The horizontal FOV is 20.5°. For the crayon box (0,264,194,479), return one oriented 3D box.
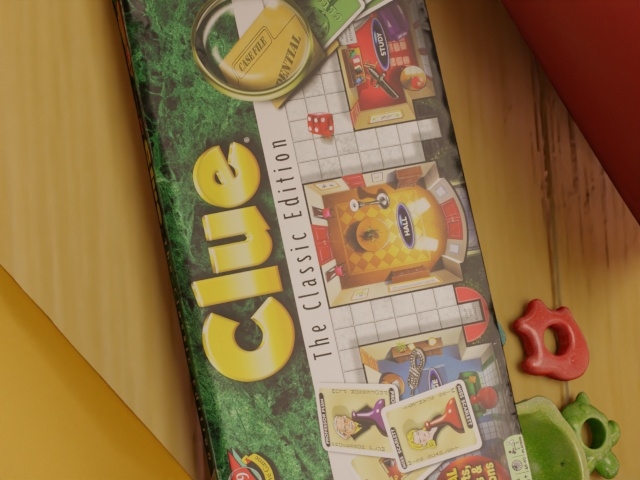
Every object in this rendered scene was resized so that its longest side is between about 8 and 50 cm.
[{"bbox_3d":[-0.104,0.112,0.532,0.202,0.318,0.081,51,59,-13],"label":"crayon box"}]

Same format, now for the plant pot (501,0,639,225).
[{"bbox_3d":[0.194,-0.157,0.827,0.243,0.275,0.275,48,59,-2],"label":"plant pot"}]

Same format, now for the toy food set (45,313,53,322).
[{"bbox_3d":[-0.127,0.070,0.704,0.083,0.020,0.082,-36,99,-32],"label":"toy food set"}]

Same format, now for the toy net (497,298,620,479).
[{"bbox_3d":[0.070,0.025,0.820,0.122,0.045,0.232,-28,95,-32],"label":"toy net"}]

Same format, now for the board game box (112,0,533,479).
[{"bbox_3d":[0.000,0.000,0.764,0.136,0.030,0.259,-12,84,-10],"label":"board game box"}]
